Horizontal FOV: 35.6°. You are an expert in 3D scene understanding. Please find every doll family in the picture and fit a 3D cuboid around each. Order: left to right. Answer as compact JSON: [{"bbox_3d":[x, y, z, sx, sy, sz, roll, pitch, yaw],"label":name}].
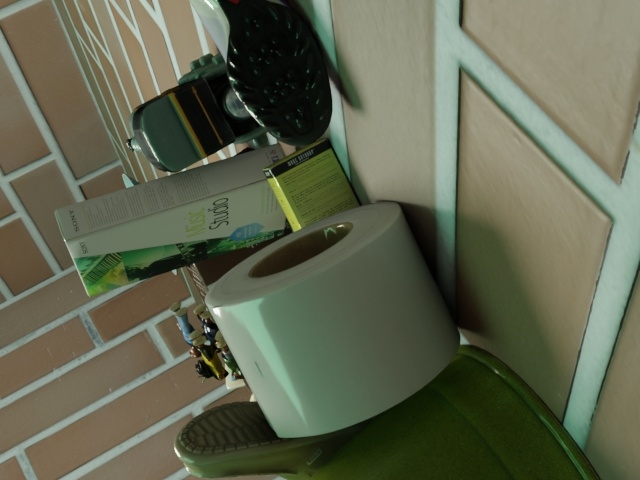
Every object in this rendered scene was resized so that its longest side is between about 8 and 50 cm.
[{"bbox_3d":[-0.184,0.174,1.638,0.193,0.076,0.111,52,169,50],"label":"doll family"}]

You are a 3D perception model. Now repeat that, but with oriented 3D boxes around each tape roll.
[{"bbox_3d":[0.014,0.083,1.124,0.169,0.246,0.246,65,167,-12],"label":"tape roll"}]

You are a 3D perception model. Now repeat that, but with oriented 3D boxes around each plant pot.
[{"bbox_3d":[0.107,0.364,1.120,0.366,0.353,0.366,56,166,21],"label":"plant pot"}]

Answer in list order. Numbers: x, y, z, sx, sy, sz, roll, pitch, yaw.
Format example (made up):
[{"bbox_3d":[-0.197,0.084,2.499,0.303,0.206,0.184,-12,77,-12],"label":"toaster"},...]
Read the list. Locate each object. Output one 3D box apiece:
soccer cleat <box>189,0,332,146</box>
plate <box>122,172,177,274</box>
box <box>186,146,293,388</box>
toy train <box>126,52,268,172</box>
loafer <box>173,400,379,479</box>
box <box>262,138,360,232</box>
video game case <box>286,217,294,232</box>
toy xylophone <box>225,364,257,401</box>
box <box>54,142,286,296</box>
[{"bbox_3d":[-0.079,-0.248,1.145,0.318,0.108,0.116,57,-171,7],"label":"soccer cleat"},{"bbox_3d":[-0.272,-0.031,1.640,0.188,0.024,0.188,55,165,23],"label":"plate"},{"bbox_3d":[-0.110,0.058,1.673,0.381,0.191,0.143,64,167,-16],"label":"box"},{"bbox_3d":[-0.186,-0.181,1.454,0.142,0.190,0.334,65,167,-14],"label":"toy train"},{"bbox_3d":[-0.045,0.246,1.192,0.102,0.268,0.092,39,129,54],"label":"loafer"},{"bbox_3d":[0.018,-0.008,1.273,0.232,0.087,0.058,62,170,-8],"label":"box"},{"bbox_3d":[0.000,0.000,1.493,0.227,0.026,0.206,61,167,1],"label":"video game case"},{"bbox_3d":[-0.174,0.203,2.095,0.236,0.081,0.323,-100,4,-50],"label":"toy xylophone"},{"bbox_3d":[-0.204,-0.024,1.446,0.232,0.322,0.058,101,151,-68],"label":"box"}]
